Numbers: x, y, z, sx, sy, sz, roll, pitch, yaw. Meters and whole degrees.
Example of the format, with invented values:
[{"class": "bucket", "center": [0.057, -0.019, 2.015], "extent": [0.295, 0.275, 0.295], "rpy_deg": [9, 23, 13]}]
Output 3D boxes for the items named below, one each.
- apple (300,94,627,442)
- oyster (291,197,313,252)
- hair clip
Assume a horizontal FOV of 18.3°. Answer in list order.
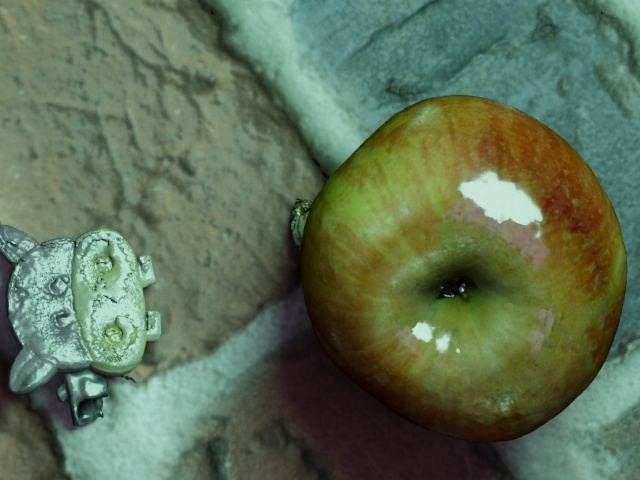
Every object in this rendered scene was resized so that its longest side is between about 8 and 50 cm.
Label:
[{"class": "apple", "center": [0.129, 0.017, 1.760], "extent": [0.302, 0.301, 0.301], "rpy_deg": [0, 89, -12]}, {"class": "oyster", "center": [-0.002, -0.003, 1.844], "extent": [0.054, 0.019, 0.083], "rpy_deg": [-34, 103, -23]}, {"class": "hair clip", "center": [-0.215, 0.073, 1.781], "extent": [0.146, 0.056, 0.187], "rpy_deg": [-4, 87, -19]}]
